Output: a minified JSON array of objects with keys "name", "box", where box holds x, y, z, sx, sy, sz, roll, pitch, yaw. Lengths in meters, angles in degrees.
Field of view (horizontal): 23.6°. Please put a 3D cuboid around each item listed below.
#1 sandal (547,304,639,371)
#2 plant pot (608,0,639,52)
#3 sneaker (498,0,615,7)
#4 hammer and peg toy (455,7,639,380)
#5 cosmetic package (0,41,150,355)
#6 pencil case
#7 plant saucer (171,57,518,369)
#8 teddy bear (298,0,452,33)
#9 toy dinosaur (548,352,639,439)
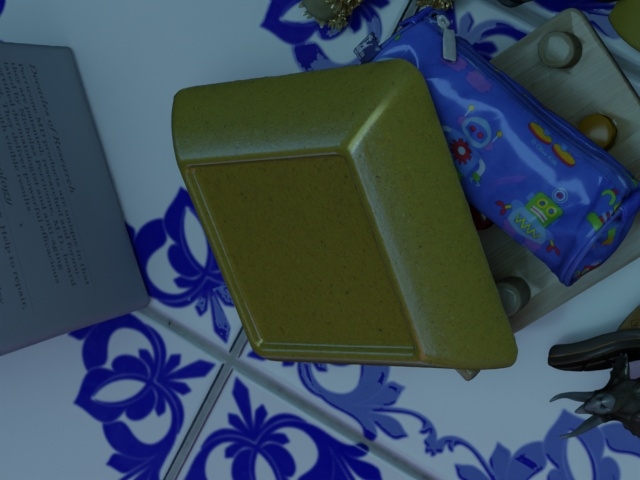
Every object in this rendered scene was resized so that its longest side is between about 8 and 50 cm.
[{"name":"sandal","box":[0.342,0.092,1.598,0.219,0.090,0.060,-13,69,24]},{"name":"plant pot","box":[0.344,-0.226,1.564,0.083,0.081,0.081,34,104,27]},{"name":"sneaker","box":[0.218,-0.274,1.553,0.188,0.078,0.067,8,66,-1]},{"name":"hammer and peg toy","box":[0.189,-0.035,1.599,0.361,0.127,0.266,-35,84,19]},{"name":"cosmetic package","box":[-0.442,-0.014,1.645,0.329,0.394,0.327,-18,90,17]},{"name":"pencil case","box":[0.170,-0.098,1.462,0.306,0.119,0.133,43,142,9]},{"name":"plant saucer","box":[0.000,0.000,1.532,0.333,0.081,0.332,-2,117,42]},{"name":"teddy bear","box":[0.093,-0.358,1.618,0.338,0.113,0.245,-43,80,21]},{"name":"toy dinosaur","box":[0.397,0.188,1.563,0.313,0.121,0.160,35,139,-27]}]
